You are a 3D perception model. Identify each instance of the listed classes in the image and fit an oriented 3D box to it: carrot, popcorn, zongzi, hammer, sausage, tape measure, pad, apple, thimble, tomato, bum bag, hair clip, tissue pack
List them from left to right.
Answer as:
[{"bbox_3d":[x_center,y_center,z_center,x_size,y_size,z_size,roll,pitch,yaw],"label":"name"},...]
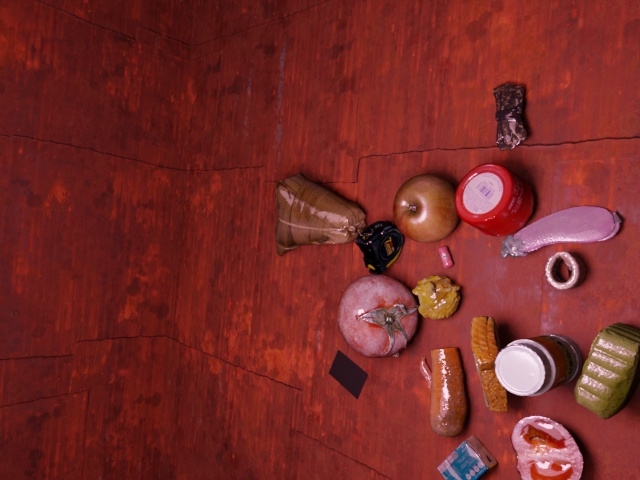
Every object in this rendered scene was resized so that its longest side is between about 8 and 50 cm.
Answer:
[{"bbox_3d":[0.014,-0.010,2.237,0.500,0.218,0.467,30,136,26],"label":"zongzi"},{"bbox_3d":[0.118,0.576,2.155,0.190,0.004,0.127,34,109,40],"label":"pad"},{"bbox_3d":[0.214,0.283,1.884,0.282,0.316,0.317,172,100,-67],"label":"tomato"},{"bbox_3d":[0.239,0.017,1.968,0.186,0.199,0.112,-39,40,-19],"label":"tape measure"},{"bbox_3d":[0.377,-0.117,1.818,0.256,0.233,0.257,-1,89,44],"label":"apple"},{"bbox_3d":[0.410,0.514,1.870,0.042,0.036,0.158,-29,65,11],"label":"sausage"},{"bbox_3d":[0.422,0.203,1.822,0.173,0.142,0.174,15,114,36],"label":"popcorn"},{"bbox_3d":[0.464,0.062,1.851,0.043,0.043,0.083,-29,66,37],"label":"hammer"},{"bbox_3d":[0.449,0.533,1.765,0.138,0.138,0.302,-11,77,42],"label":"carrot"},{"bbox_3d":[0.507,0.779,1.727,0.120,0.082,0.169,48,118,33],"label":"tissue pack"},{"bbox_3d":[0.648,-0.426,1.703,0.102,0.069,0.248,-17,73,57],"label":"bum bag"},{"bbox_3d":[0.705,0.651,1.538,0.199,0.112,0.228,-12,78,34],"label":"tomato"},{"bbox_3d":[0.750,-0.025,1.581,0.358,0.110,0.096,-25,110,34],"label":"hair clip"},{"bbox_3d":[0.758,0.094,1.546,0.102,0.090,0.115,-27,70,38],"label":"thimble"}]

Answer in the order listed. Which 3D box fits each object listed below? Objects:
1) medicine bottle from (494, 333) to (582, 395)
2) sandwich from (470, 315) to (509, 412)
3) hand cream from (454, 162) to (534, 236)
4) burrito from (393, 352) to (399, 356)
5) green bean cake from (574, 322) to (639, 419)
[{"bbox_3d":[0.646,0.364,1.473,0.158,0.318,0.158,-4,83,43],"label":"medicine bottle"},{"bbox_3d":[0.539,0.385,1.591,0.087,0.226,0.251,-8,123,22],"label":"sandwich"},{"bbox_3d":[0.575,-0.136,1.662,0.230,0.149,0.230,-24,56,40],"label":"hand cream"},{"bbox_3d":[0.226,0.409,2.029,0.229,0.063,0.058,34,119,41],"label":"burrito"},{"bbox_3d":[0.813,0.359,1.388,0.125,0.222,0.248,24,105,40],"label":"green bean cake"}]
